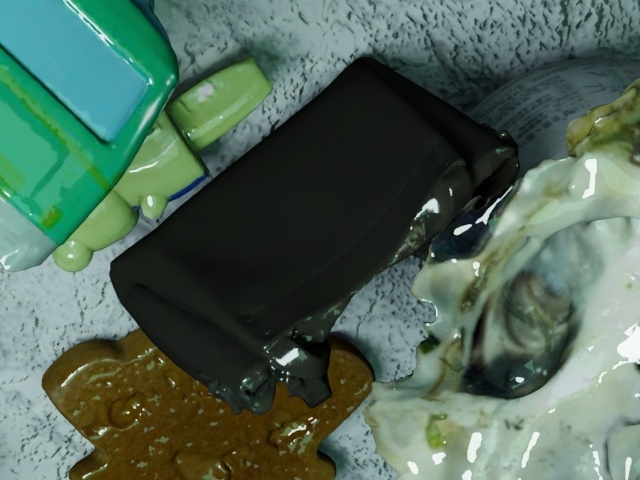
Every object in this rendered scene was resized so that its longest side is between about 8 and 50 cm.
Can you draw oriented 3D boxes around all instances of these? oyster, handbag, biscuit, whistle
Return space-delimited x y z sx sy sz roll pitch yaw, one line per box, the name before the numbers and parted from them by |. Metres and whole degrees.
oyster | 0.175 0.053 1.278 0.238 0.115 0.351 18 103 1
handbag | 0.000 0.000 1.390 0.285 0.257 0.113 -40 117 -8
biscuit | -0.102 0.185 1.565 0.278 0.043 0.301 4 108 -18
whistle | -0.137 -0.066 1.431 0.227 0.105 0.085 -34 156 1

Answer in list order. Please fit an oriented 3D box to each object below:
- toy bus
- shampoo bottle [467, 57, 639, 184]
toy bus | -0.221 -0.117 1.258 0.183 0.343 0.199 43 86 -18
shampoo bottle | 0.225 0.003 1.459 0.273 0.266 0.273 -5 113 -11
